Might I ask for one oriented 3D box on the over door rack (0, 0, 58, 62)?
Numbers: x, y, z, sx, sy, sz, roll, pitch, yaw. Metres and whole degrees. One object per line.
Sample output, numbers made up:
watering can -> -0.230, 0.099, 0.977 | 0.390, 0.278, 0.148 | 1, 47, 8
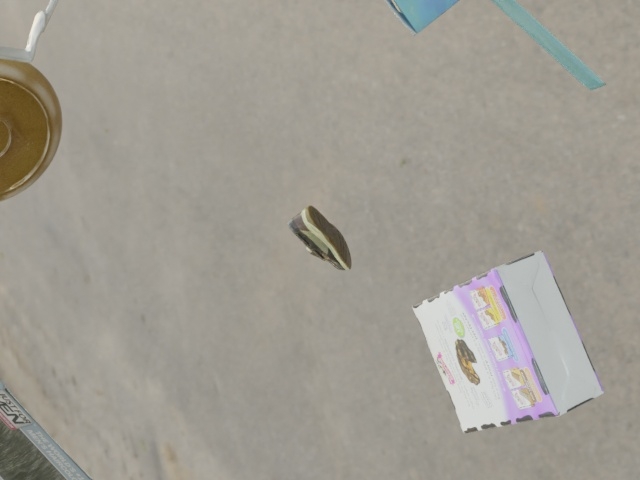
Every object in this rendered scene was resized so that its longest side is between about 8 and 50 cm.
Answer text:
over door rack -> -0.196, -0.324, 0.928 | 0.324, 0.108, 0.239 | -48, 42, 14

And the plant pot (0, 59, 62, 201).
plant pot -> -0.470, -0.147, 1.475 | 0.032, 0.236, 0.236 | 43, 138, 46

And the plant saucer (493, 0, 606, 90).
plant saucer -> 0.210, -0.219, 1.072 | 0.192, 0.018, 0.067 | 41, -165, -4

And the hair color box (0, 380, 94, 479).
hair color box -> -0.378, 0.344, 1.088 | 0.185, 0.113, 0.374 | 39, 117, 22

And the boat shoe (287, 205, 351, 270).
boat shoe -> 0.000, 0.000, 1.633 | 0.152, 0.049, 0.056 | 51, -153, -44

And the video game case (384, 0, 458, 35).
video game case -> 0.092, -0.272, 0.562 | 0.061, 0.269, 0.244 | 42, -166, -49

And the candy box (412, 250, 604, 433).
candy box -> 0.201, 0.118, 1.178 | 0.165, 0.070, 0.196 | 68, 154, 6
